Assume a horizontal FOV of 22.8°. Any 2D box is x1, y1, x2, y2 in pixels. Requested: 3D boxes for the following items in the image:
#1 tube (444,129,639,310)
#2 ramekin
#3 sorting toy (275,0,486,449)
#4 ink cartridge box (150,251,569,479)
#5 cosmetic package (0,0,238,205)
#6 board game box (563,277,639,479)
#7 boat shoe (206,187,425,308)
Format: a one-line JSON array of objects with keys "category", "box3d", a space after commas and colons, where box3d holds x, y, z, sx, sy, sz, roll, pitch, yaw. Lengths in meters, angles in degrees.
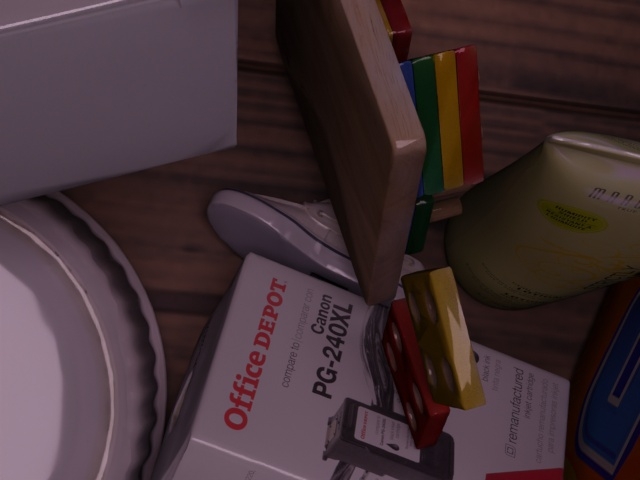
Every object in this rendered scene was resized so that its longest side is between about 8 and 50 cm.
[{"category": "tube", "box3d": [0.097, -0.009, 0.590, 0.070, 0.240, 0.062, -30, 89, -10]}, {"category": "ramekin", "box3d": [-0.162, 0.062, 0.615, 0.207, 0.109, 0.207, 1, 86, -8]}, {"category": "sorting toy", "box3d": [0.026, -0.055, 0.595, 0.046, 0.132, 0.274, -14, 66, -9]}, {"category": "ink cartridge box", "box3d": [0.017, 0.084, 0.636, 0.150, 0.063, 0.109, 22, 41, -7]}, {"category": "cosmetic package", "box3d": [-0.217, -0.167, 0.543, 0.284, 0.097, 0.377, -16, 61, -10]}, {"category": "board game box", "box3d": [0.323, 0.064, 0.559, 0.357, 0.356, 0.356, 26, 83, -6]}, {"category": "boat shoe", "box3d": [0.000, 0.000, 0.683, 0.100, 0.035, 0.035, 27, 56, -2]}]
